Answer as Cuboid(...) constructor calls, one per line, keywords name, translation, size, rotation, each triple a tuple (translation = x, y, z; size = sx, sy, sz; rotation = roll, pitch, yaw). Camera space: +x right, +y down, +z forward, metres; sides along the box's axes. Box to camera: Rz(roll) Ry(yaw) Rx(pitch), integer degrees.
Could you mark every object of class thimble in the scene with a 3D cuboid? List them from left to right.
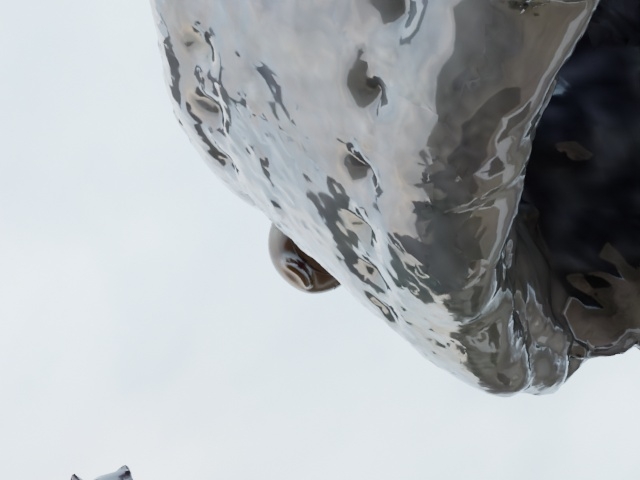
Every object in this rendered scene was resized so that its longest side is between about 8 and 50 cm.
Cuboid(name="thimble", translation=(0.066, -0.083, 0.532), size=(0.217, 0.157, 0.245), rotation=(-25, -40, -33))

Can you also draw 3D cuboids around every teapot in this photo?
Cuboid(name="teapot", translation=(0.000, 0.000, 1.716), size=(0.098, 0.129, 0.078), rotation=(46, -42, -7))

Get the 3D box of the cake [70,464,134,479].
Cuboid(name="cake", translation=(-0.024, 0.166, 0.426), size=(0.113, 0.295, 0.116), rotation=(-25, -63, 7))
